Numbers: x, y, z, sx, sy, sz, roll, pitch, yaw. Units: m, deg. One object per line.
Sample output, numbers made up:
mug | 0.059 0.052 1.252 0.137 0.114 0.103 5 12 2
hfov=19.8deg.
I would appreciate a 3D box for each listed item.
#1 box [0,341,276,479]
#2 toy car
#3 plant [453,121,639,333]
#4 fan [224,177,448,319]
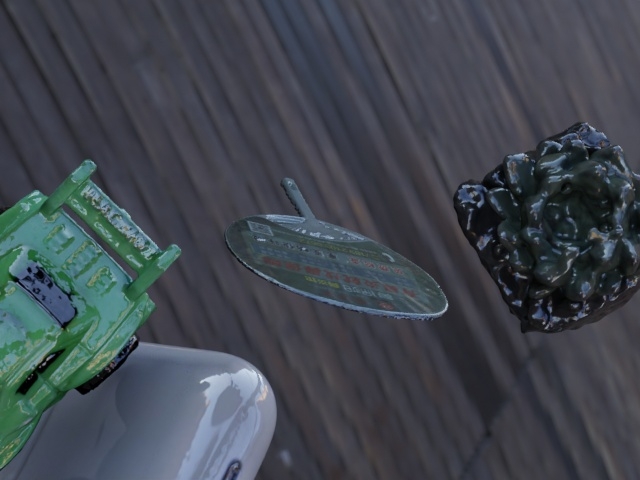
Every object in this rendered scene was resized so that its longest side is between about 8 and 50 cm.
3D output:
box | -0.215 0.248 2.039 0.141 0.349 0.289 40 65 -37
toy car | -0.323 0.094 1.923 0.213 0.358 0.176 47 -10 -4
plant | 0.174 -0.006 1.327 0.132 0.129 0.194 58 0 15
fan | -0.016 0.005 1.784 0.223 0.012 0.294 -2 29 -46
